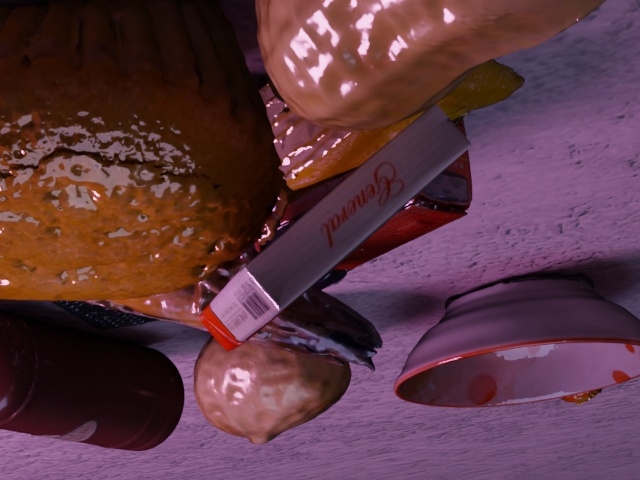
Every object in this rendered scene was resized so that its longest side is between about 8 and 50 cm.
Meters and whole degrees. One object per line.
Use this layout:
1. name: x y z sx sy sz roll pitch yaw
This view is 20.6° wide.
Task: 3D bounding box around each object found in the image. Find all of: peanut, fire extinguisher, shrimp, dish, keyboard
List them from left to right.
1. fire extinguisher: -0.262 0.135 1.540 0.102 0.138 0.344 31 -174 32
2. keyboard: -0.197 0.047 1.488 0.067 0.011 0.202 -11 162 12
3. shrimp: -0.097 0.002 1.157 0.316 0.062 0.164 21 145 -6
4. peanut: -0.044 0.122 1.636 0.159 0.109 0.140 -36 160 33
5. peanut: 0.051 -0.132 0.829 0.147 0.147 0.305 2 160 -28
6. dish: 0.194 0.090 1.674 0.260 0.085 0.260 -5 163 -2

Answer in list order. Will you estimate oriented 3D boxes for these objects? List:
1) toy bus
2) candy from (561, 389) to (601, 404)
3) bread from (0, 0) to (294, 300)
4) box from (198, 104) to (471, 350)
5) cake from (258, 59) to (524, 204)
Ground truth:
1. toy bus: 0.006 -0.024 1.219 0.073 0.096 0.235 9 154 -38
2. candy: 0.251 0.128 1.893 0.060 0.060 0.201 -16 152 26
3. bread: -0.141 -0.052 0.982 0.240 0.139 0.240 -5 157 -2
4. box: 0.000 0.000 1.004 0.139 0.035 0.245 -42 179 -14
5. cake: 0.034 -0.090 1.095 0.116 0.080 0.185 -11 159 -40
